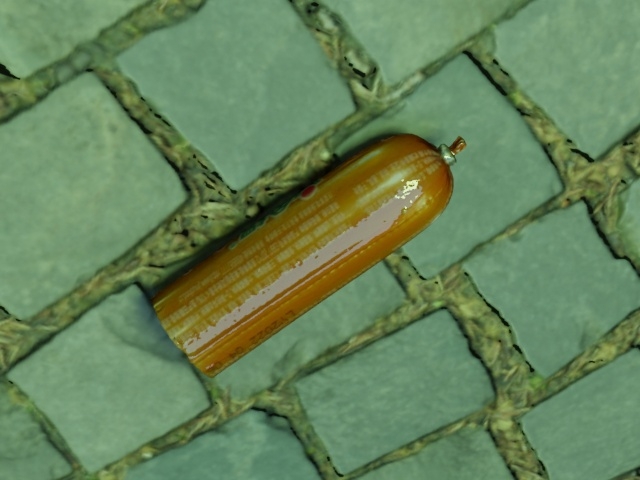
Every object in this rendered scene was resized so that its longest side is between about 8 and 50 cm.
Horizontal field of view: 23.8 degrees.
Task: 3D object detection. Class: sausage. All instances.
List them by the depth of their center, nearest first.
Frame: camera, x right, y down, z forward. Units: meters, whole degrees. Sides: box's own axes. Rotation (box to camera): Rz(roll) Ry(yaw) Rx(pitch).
[{"bbox_3d":[0.000,0.000,1.019,0.234,0.071,0.071,-35,124,4],"label":"sausage"}]
